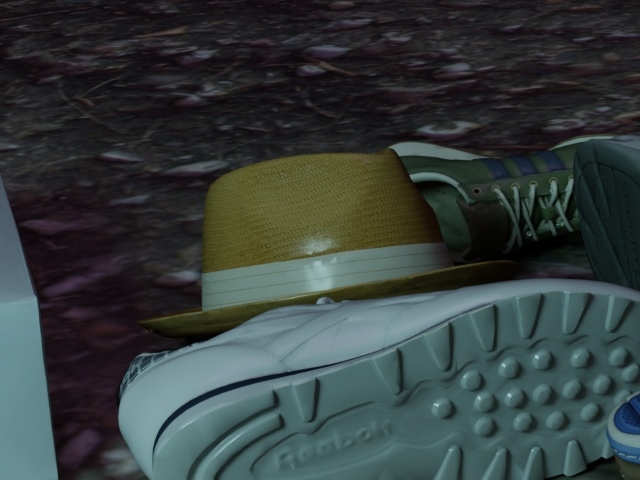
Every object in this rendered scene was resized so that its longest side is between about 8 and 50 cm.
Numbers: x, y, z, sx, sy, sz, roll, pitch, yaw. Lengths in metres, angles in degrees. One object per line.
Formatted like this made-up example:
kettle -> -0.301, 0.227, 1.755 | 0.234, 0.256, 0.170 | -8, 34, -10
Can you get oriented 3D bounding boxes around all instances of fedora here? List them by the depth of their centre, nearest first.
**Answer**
fedora -> 0.000, 0.000, 0.898 | 0.194, 0.079, 0.194 | -8, -2, 0

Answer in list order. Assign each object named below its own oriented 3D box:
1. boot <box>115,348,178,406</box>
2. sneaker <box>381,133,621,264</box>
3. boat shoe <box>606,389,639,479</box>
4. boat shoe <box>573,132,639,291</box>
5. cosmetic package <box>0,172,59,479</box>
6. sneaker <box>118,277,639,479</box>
boot -> -0.027, 0.059, 0.871 | 0.114, 0.037, 0.106 | 0, 15, 31
sneaker -> 0.106, -0.015, 1.035 | 0.192, 0.064, 0.086 | 2, 26, 23
boat shoe -> 0.191, 0.086, 0.661 | 0.183, 0.066, 0.066 | 0, 19, -2
boat shoe -> 0.220, 0.002, 0.853 | 0.103, 0.118, 0.320 | -14, 12, -14
cosmetic package -> -0.291, 0.033, 0.926 | 0.284, 0.097, 0.377 | -6, 17, -13
sneaker -> 0.034, 0.052, 0.765 | 0.235, 0.090, 0.095 | -9, 23, -15
